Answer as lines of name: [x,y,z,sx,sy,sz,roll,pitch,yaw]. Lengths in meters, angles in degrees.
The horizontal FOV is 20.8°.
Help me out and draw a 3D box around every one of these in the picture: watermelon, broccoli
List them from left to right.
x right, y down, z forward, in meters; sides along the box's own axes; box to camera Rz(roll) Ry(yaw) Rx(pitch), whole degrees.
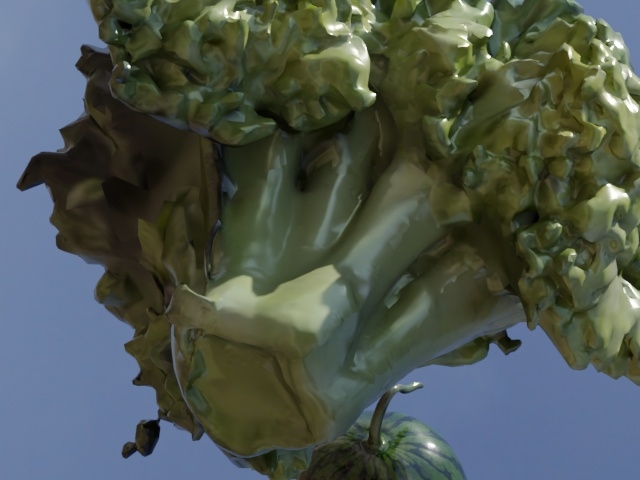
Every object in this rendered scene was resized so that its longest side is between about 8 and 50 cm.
broccoli: [0.007,0.009,0.873,0.281,0.348,0.293,-50,163,-57]
watermelon: [0.043,0.186,1.308,0.140,0.141,0.187,-124,-159,-49]
